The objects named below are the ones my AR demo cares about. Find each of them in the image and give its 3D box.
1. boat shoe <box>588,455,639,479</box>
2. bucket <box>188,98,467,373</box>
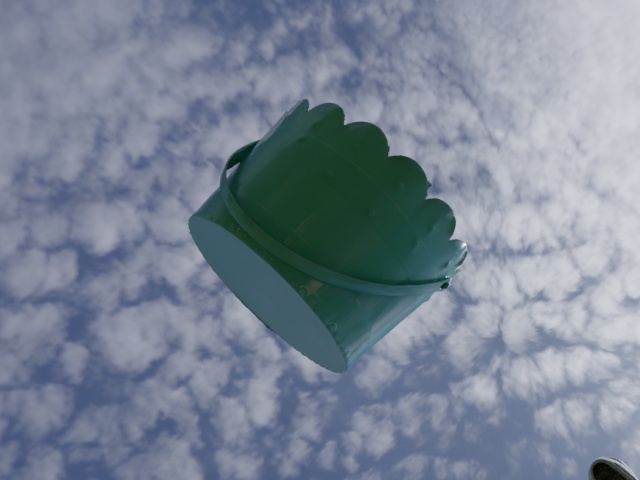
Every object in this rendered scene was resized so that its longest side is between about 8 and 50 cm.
[{"bbox_3d":[0.355,0.311,0.952,0.066,0.063,0.184,-36,-119,13],"label":"boat shoe"},{"bbox_3d":[0.000,0.000,0.985,0.281,0.281,0.183,40,-108,13],"label":"bucket"}]
